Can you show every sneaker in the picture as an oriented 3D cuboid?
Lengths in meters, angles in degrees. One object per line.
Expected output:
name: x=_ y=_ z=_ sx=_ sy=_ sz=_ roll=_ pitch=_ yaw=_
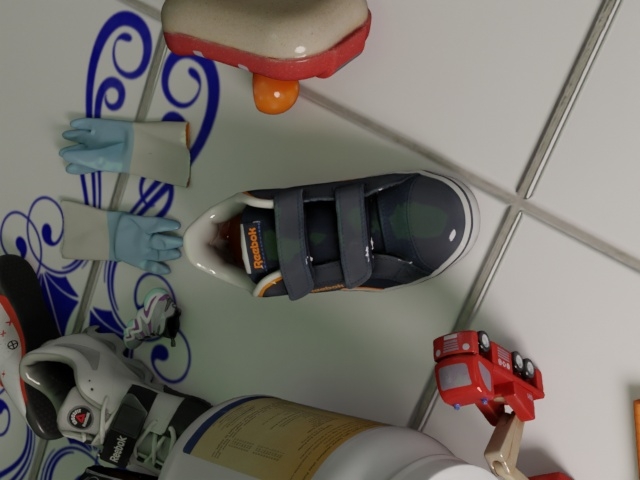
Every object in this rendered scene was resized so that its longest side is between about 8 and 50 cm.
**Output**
sneaker: x=-0.435 y=0.167 z=1.290 sx=0.145 sy=0.090 sz=0.270 roll=-31 pitch=74 yaw=34
sneaker: x=-0.208 y=0.116 z=1.158 sx=0.069 sy=0.038 sz=0.098 roll=43 pitch=117 yaw=24
sneaker: x=-0.245 y=0.228 z=1.135 sx=0.331 sy=0.146 sz=0.122 roll=28 pitch=109 yaw=27
sneaker: x=0.000 y=0.000 z=0.954 sx=0.321 sy=0.127 sz=0.126 roll=-9 pitch=89 yaw=33

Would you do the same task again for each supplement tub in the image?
supplement tub: x=0.008 y=0.280 z=0.880 sx=0.316 sy=0.228 sz=0.228 roll=2 pitch=97 yaw=49

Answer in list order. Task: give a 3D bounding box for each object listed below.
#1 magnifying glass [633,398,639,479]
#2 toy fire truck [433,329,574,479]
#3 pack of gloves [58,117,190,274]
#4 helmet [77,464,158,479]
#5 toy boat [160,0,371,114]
magnifying glass: x=0.308 y=0.259 z=0.833 sx=0.092 sy=0.026 sz=0.230 roll=-3 pitch=93 yaw=34
toy fire truck: x=0.172 y=0.172 z=0.848 sx=0.047 sy=0.192 sz=0.135 roll=-20 pitch=56 yaw=33
pack of gloves: x=-0.269 y=-0.059 z=1.177 sx=0.232 sy=0.046 sz=0.195 roll=7 pitch=98 yaw=34
helmet: x=-0.249 y=0.374 z=1.137 sx=0.169 sy=0.169 sz=0.161 roll=6 pitch=78 yaw=34
toy boat: x=-0.059 y=-0.204 z=0.980 sx=0.231 sy=0.151 sz=0.151 roll=22 pitch=136 yaw=30
